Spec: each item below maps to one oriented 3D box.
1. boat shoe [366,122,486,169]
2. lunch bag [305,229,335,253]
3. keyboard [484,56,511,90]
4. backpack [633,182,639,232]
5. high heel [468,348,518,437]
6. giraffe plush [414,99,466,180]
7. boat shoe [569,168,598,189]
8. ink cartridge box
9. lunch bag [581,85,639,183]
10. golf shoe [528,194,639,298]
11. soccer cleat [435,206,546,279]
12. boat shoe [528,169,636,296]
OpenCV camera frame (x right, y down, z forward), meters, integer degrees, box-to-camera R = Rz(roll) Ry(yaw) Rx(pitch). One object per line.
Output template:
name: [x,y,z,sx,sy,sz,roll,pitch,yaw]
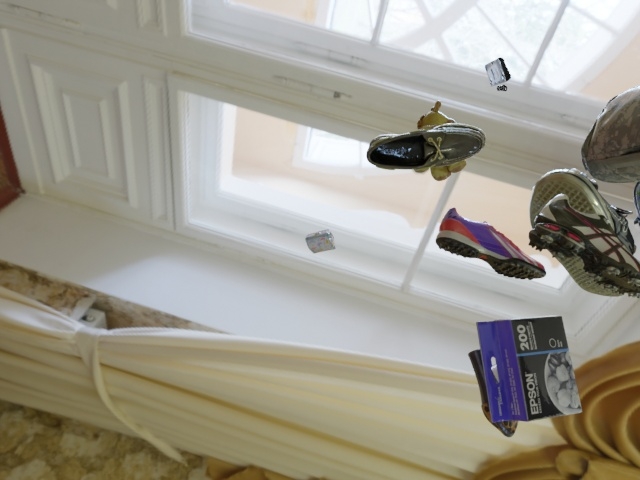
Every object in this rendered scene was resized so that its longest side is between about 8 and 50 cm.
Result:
boat shoe: [0.269,-0.235,1.205,0.091,0.306,0.109,-58,142,-62]
lunch bag: [0.000,0.000,1.323,0.083,0.071,0.053,45,33,-68]
keyboard: [0.592,-0.545,1.546,0.180,0.023,0.108,-70,139,-76]
backpack: [1.117,-0.076,1.412,0.290,0.273,0.355,-41,-172,42]
high heel: [0.443,0.361,1.060,0.093,0.262,0.186,-42,-138,34]
giraffe plush: [0.347,-0.310,1.395,0.181,0.210,0.170,-35,-152,49]
boat shoe: [0.811,-0.160,1.545,0.114,0.091,0.302,-59,173,7]
ink cartridge box: [0.436,0.264,0.974,0.045,0.209,0.206,144,-57,-65]
lunch bag: [0.703,-0.217,0.898,0.256,0.212,0.305,-34,-172,-9]
golf shoe: [0.554,0.013,0.911,0.120,0.273,0.105,-56,176,-15]
soccer cleat: [0.474,0.013,1.270,0.108,0.319,0.116,119,-8,-70]
boat shoe: [0.679,-0.032,1.187,0.187,0.500,0.155,6,-117,50]
